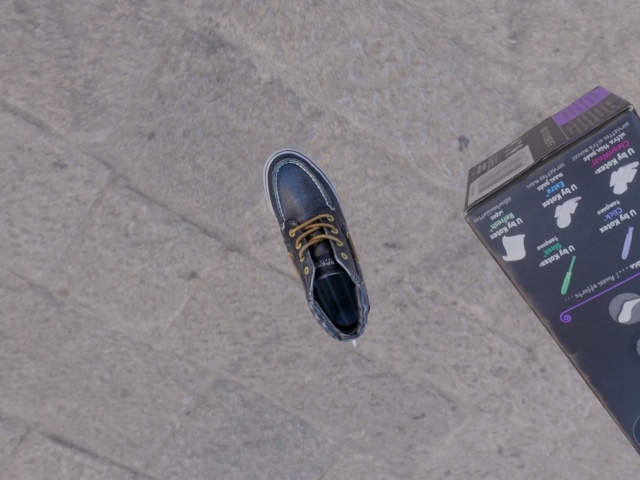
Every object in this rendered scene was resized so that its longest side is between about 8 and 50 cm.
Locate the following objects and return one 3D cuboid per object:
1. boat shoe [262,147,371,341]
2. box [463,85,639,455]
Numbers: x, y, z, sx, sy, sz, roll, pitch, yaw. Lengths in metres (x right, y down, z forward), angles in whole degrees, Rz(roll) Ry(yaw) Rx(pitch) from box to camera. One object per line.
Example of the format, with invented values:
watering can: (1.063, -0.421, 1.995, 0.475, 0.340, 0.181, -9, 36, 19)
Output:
boat shoe: (0.000, 0.000, 0.563, 0.065, 0.083, 0.183, -24, 94, 3)
box: (0.258, 0.024, 0.533, 0.143, 0.165, 0.270, -35, 96, 24)
